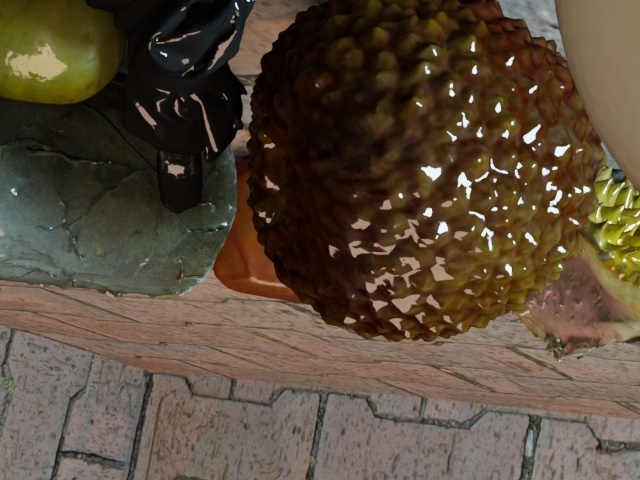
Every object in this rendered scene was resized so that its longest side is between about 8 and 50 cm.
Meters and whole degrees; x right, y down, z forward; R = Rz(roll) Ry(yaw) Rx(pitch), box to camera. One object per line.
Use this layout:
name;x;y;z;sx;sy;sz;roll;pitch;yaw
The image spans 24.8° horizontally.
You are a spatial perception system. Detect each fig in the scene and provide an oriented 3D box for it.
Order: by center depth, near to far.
fig;-0.203;-0.157;1.033;0.153;0.121;0.136;16;-153;34

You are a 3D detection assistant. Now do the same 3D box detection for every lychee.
lychee;0.078;-0.055;1.030;0.267;0.267;0.267;10;168;2

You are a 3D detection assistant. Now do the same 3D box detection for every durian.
durian;0.210;-0.014;1.289;0.195;0.185;0.305;35;175;-9

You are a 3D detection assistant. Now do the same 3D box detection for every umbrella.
umbrella;-0.100;-0.115;1.007;0.118;0.118;0.340;10;152;-1

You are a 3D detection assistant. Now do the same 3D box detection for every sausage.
sausage;0.000;-0.001;1.553;0.268;0.141;0.153;11;169;7

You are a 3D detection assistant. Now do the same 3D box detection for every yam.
yam;-0.255;-0.073;1.254;0.348;0.241;0.241;16;167;-39

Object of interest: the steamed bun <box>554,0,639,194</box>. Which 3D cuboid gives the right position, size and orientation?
steamed bun;0.252;-0.098;0.508;0.334;0.334;0.374;1;170;36
